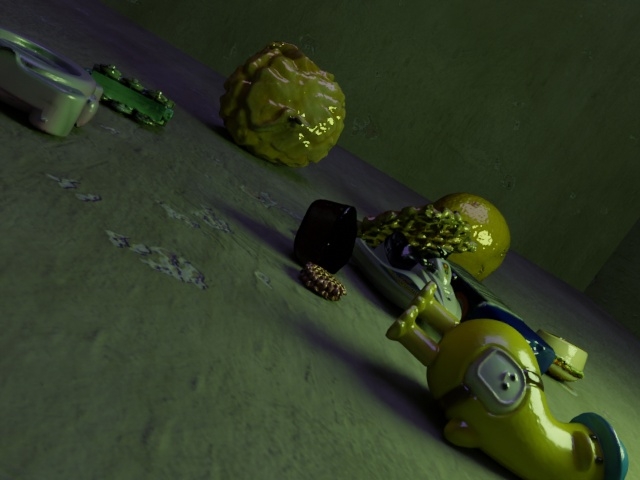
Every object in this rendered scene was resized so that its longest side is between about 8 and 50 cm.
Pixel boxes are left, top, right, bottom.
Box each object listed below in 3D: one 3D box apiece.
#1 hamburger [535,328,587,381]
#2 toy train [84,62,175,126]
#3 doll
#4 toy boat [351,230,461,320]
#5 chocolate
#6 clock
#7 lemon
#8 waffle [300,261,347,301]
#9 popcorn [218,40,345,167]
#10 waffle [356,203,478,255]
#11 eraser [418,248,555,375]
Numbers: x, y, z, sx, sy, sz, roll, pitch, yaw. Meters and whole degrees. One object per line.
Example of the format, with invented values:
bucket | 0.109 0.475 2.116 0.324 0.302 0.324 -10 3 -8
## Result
hamburger | 0.510 0.251 1.407 0.127 0.081 0.141 27 2 -32
toy train | -0.398 -0.301 1.363 0.194 0.080 0.125 26 3 -13
doll | 0.238 0.215 0.834 0.363 0.145 0.199 43 54 8
toy boat | 0.171 0.062 1.213 0.141 0.140 0.269 23 2 -35
chocolate | 0.000 0.000 1.132 0.080 0.125 0.148 27 -26 20
clock | -0.461 -0.261 1.032 0.228 0.090 0.248 30 11 -11
lemon | 0.378 -0.014 1.744 0.253 0.228 0.228 45 10 -12
waffle | 0.006 0.066 1.032 0.083 0.029 0.075 34 13 0
popcorn | -0.114 -0.358 1.823 0.349 0.349 0.382 28 -12 -16
waffle | 0.191 -0.008 1.368 0.245 0.254 0.052 30 55 -48
eraser | 0.298 0.143 1.271 0.155 0.101 0.332 24 16 -34
